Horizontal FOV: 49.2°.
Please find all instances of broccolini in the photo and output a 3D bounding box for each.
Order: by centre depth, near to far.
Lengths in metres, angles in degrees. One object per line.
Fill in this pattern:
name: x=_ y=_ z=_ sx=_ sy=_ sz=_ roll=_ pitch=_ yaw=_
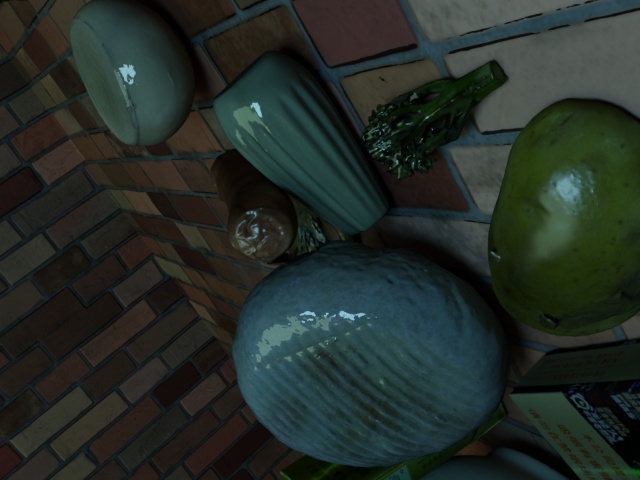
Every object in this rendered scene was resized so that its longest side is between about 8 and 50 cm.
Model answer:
broccolini: x=0.099 y=-0.120 z=0.683 sx=0.091 sy=0.068 sz=0.202 roll=68 pitch=160 yaw=8

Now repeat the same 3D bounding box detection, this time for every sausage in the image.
sausage: x=-0.100 y=-0.063 z=0.997 sx=0.094 sy=0.094 sz=0.419 roll=16 pitch=-168 yaw=-17

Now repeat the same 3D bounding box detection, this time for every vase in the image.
vase: x=-0.014 y=-0.110 z=0.864 sx=0.248 sy=0.128 sz=0.128 roll=47 pitch=161 yaw=-17

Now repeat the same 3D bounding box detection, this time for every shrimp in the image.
shrimp: x=0.001 y=-0.001 z=1.118 sx=0.173 sy=0.058 sz=0.253 roll=16 pitch=138 yaw=43

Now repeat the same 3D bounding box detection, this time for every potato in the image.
potato: x=0.209 y=0.009 z=0.617 sx=0.160 sy=0.111 sz=0.271 roll=41 pitch=157 yaw=29

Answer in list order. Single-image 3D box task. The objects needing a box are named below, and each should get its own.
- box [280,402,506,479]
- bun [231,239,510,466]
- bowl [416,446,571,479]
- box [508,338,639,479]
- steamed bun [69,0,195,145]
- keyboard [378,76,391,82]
box: x=0.108 y=0.308 z=1.053 sx=0.173 sy=0.311 sz=0.043 roll=4 pitch=118 yaw=63
bun: x=0.065 y=0.142 z=0.915 sx=0.362 sy=0.211 sz=0.361 roll=9 pitch=130 yaw=11
bowl: x=0.288 y=0.434 z=1.022 sx=0.435 sy=0.196 sz=0.435 roll=32 pitch=162 yaw=12
box: x=0.347 y=0.196 z=0.690 sx=0.198 sy=0.084 sz=0.310 roll=50 pitch=160 yaw=1
steamed bun: x=-0.279 y=-0.268 z=1.089 sx=0.232 sy=0.145 sz=0.231 roll=44 pitch=150 yaw=33
keyboard: x=0.047 y=-0.298 z=0.533 sx=0.103 sy=0.041 sz=0.381 roll=30 pitch=145 yaw=45
